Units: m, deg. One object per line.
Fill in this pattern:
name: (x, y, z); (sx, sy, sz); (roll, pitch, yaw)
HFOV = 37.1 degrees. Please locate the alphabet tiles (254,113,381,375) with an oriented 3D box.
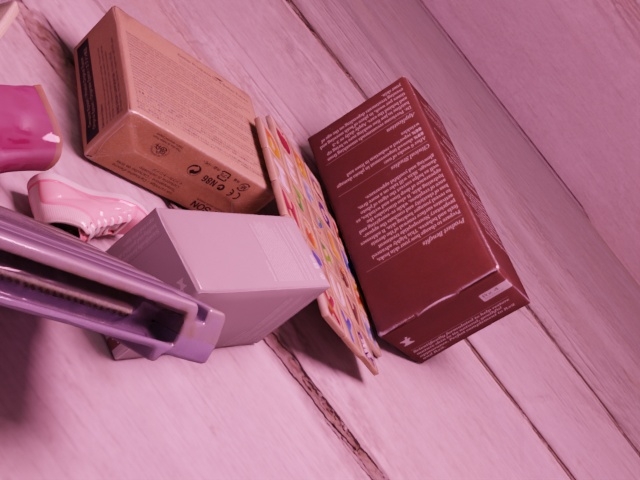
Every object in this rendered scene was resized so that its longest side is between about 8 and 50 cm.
alphabet tiles: (0.000, 0.000, 1.245); (0.285, 0.011, 0.342); (52, 16, -49)

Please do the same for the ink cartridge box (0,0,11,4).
ink cartridge box: (-0.412, -0.329, 1.029); (0.181, 0.061, 0.104); (46, 26, -13)

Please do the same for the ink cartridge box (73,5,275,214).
ink cartridge box: (-0.176, -0.143, 1.152); (0.235, 0.088, 0.193); (29, 32, -41)

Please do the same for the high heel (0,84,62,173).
high heel: (-0.385, -0.212, 0.857); (0.377, 0.127, 0.181); (54, 31, 16)

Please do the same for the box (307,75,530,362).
box: (0.136, -0.037, 1.404); (0.143, 0.191, 0.381); (38, 26, -48)

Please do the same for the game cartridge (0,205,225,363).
game cartridge: (-0.256, 0.001, 0.682); (0.230, 0.068, 0.355); (18, -6, 34)

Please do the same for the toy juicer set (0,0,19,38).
toy juicer set: (-0.370, -0.178, 0.692); (0.329, 0.089, 0.209); (3, 35, -29)

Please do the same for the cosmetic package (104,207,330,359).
cosmetic package: (-0.111, 0.043, 0.970); (0.238, 0.127, 0.107); (9, 49, -59)

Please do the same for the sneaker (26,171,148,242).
sneaker: (-0.226, -0.015, 0.941); (0.134, 0.051, 0.070); (21, 40, -43)
